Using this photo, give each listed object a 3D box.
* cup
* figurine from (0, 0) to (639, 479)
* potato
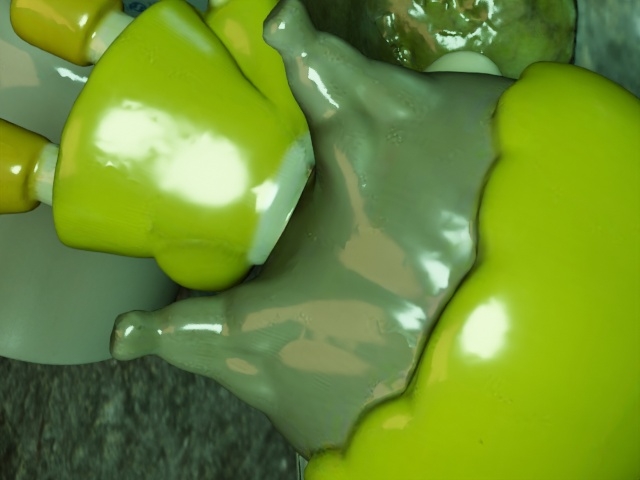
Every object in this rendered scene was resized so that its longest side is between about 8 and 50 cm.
[{"bbox_3d":[-0.145,-0.083,1.076,0.253,0.191,0.200,-86,17,-53],"label":"cup"},{"bbox_3d":[0.000,0.000,0.765,0.343,0.187,0.215,24,105,18],"label":"figurine"},{"bbox_3d":[0.032,-0.097,0.875,0.200,0.081,0.164,-20,81,58],"label":"potato"}]
